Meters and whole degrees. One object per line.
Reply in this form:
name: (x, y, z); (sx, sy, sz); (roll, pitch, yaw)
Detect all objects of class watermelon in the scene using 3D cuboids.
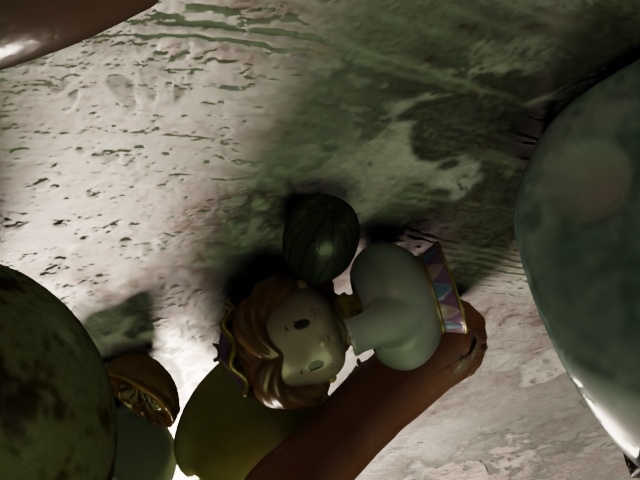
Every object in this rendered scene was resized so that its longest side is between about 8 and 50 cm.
watermelon: (0.000, 0.000, 1.275); (0.078, 0.078, 0.111); (-8, 155, -9)

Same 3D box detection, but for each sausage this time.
sausage: (0.046, 0.193, 1.400); (0.419, 0.094, 0.094); (-38, 126, -34)

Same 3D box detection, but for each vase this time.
vase: (-0.263, 0.288, 1.602); (0.128, 0.128, 0.248); (4, 154, -26)

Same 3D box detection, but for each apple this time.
apple: (-0.067, 0.219, 1.493); (0.200, 0.200, 0.200); (-10, 149, -6)

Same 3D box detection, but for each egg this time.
egg: (-0.374, 0.203, 1.194); (0.345, 0.345, 0.428); (12, 132, -36)

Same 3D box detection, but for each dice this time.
dice: (0.400, 0.025, 1.217); (0.330, 0.348, 0.328); (-29, 148, 25)

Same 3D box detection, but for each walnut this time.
walnut: (-0.194, 0.162, 1.478); (0.091, 0.052, 0.121); (21, 155, 24)

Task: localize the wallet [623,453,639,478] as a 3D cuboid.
wallet: (0.413, 0.124, 1.502); (0.071, 0.221, 0.262); (10, 143, -23)

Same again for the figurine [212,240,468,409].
figurine: (0.013, 0.088, 1.361); (0.263, 0.142, 0.189); (-18, -176, 1)

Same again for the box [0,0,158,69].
box: (-0.201, -0.221, 0.662); (0.216, 0.301, 0.301); (-10, 150, -20)
